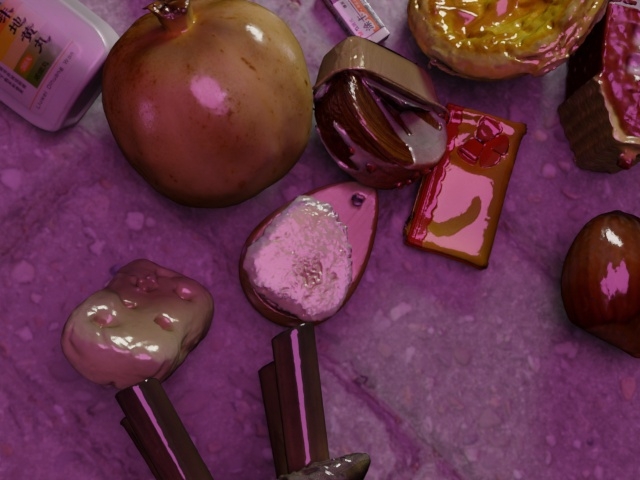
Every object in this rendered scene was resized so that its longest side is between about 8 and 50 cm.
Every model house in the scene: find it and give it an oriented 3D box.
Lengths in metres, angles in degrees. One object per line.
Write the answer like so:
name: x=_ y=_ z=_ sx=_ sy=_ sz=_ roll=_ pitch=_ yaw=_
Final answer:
model house: x=0.461 y=-0.219 z=1.878 sx=0.160 sy=0.196 sz=0.254 roll=14 pitch=79 yaw=-5

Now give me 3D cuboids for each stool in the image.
stool: x=-0.117 y=0.282 z=1.640 sx=0.310 sy=0.310 sz=0.226 roll=-20 pitch=76 yaw=-13

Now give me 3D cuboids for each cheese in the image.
cheese: x=-0.248 y=0.113 z=1.685 sx=0.159 sy=0.263 sz=0.093 roll=25 pitch=115 yaw=5

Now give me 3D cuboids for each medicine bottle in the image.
medicine bottle: x=-0.458 y=-0.314 z=1.782 sx=0.324 sy=0.124 sz=0.179 roll=38 pitch=107 yaw=1

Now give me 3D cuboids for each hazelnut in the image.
hazelnut: x=0.454 y=0.061 z=1.824 sx=0.181 sy=0.212 sz=0.181 roll=39 pitch=103 yaw=42

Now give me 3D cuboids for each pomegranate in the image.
pomegranate: x=-0.162 y=-0.204 z=1.723 sx=0.319 sy=0.319 sz=0.319 roll=2 pitch=79 yaw=-8

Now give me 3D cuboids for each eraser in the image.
eraser: x=0.053 y=-0.354 z=1.925 sx=0.052 sy=0.029 sz=0.122 roll=-36 pitch=86 yaw=-13

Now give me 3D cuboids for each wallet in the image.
wallet: x=0.221 y=-0.087 z=1.880 sx=0.141 sy=0.067 sz=0.241 roll=17 pitch=77 yaw=-3

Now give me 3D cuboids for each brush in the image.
brush: x=0.000 y=0.000 z=1.780 sx=0.174 sy=0.166 sz=0.267 roll=38 pitch=74 yaw=0

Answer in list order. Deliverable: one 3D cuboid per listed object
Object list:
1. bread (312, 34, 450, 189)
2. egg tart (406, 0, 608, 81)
bread: x=0.093 y=-0.184 z=1.808 sx=0.224 sy=0.142 sz=0.212 roll=20 pitch=51 yaw=-34
egg tart: x=0.297 y=-0.361 z=1.876 sx=0.341 sy=0.132 sz=0.341 roll=-13 pitch=52 yaw=17
